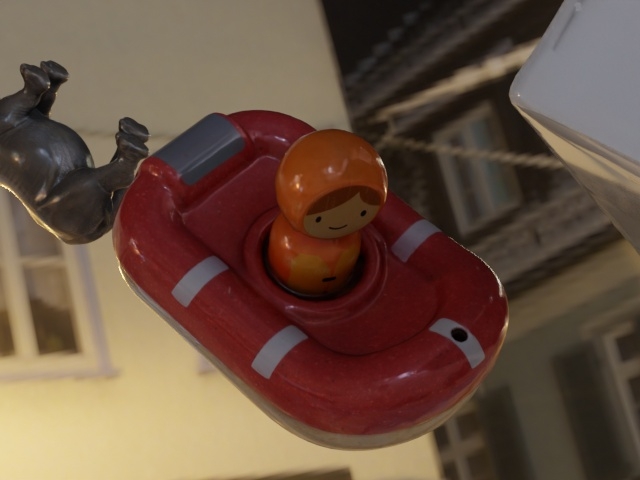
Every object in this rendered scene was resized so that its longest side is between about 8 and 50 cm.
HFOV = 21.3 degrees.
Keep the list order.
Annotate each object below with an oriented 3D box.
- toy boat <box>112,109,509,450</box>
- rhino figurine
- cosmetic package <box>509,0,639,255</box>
[{"bbox_3d":[0.000,0.000,0.927,0.151,0.231,0.151,-39,-21,-32],"label":"toy boat"},{"bbox_3d":[-0.235,-0.087,1.328,0.073,0.243,0.106,2,-59,-61],"label":"rhino figurine"},{"bbox_3d":[0.253,-0.081,0.836,0.230,0.161,0.453,-60,-20,0],"label":"cosmetic package"}]
